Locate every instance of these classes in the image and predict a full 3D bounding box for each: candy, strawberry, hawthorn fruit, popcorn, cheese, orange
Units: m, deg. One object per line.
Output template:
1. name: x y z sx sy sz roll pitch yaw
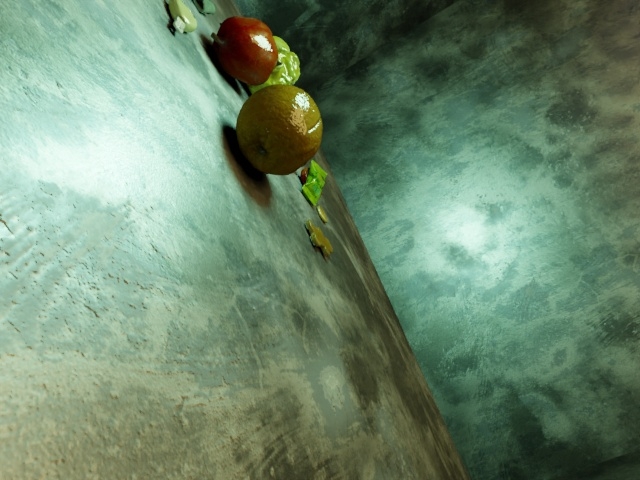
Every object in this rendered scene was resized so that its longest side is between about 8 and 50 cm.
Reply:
1. candy: -0.029 -0.324 2.213 0.149 0.069 0.247 49 42 -40
2. strawberry: -0.062 -0.325 2.298 0.188 0.082 0.121 63 34 -27
3. hawthorn fruit: -0.332 -0.850 1.807 0.295 0.294 0.311 59 16 -16
4. popcorn: -0.274 -0.881 2.119 0.292 0.294 0.334 33 47 -1
5. cheese: -0.510 -0.809 1.470 0.127 0.050 0.256 54 15 -39
6. orange: -0.152 -0.400 1.490 0.322 0.321 0.357 56 31 -28

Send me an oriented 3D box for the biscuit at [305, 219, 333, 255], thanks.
1. biscuit: -0.002 0.001 1.914 0.240 0.035 0.158 43 25 -57

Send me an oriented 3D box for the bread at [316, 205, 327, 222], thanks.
1. bread: 0.010 -0.151 2.325 0.110 0.024 0.110 57 13 -21

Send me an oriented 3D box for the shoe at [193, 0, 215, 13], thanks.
1. shoe: -0.568 -1.123 1.915 0.195 0.079 0.078 38 62 -81
